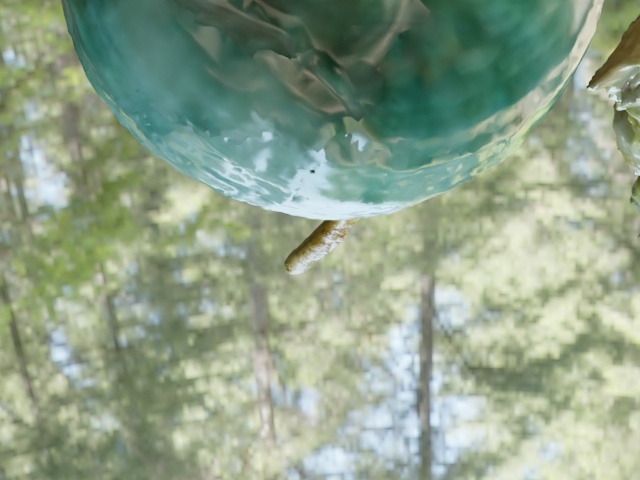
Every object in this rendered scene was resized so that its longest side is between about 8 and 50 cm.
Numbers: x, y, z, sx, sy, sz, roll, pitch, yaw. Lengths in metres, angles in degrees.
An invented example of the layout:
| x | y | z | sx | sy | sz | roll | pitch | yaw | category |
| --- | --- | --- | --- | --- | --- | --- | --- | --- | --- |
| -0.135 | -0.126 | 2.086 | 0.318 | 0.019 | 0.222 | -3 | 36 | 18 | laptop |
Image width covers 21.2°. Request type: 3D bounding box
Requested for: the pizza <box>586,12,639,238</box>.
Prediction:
| x | y | z | sx | sy | sz | roll | pitch | yaw | category |
| --- | --- | --- | --- | --- | --- | --- | --- | --- | --- |
| 0.209 | -0.075 | 0.929 | 0.075 | 0.287 | 0.280 | 33 | -132 | 22 | pizza |

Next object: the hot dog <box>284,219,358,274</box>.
| x | y | z | sx | sy | sz | roll | pitch | yaw | category |
| --- | --- | --- | --- | --- | --- | --- | --- | --- | --- |
| 0.001 | 0.000 | 1.658 | 0.044 | 0.137 | 0.028 | -35 | -94 | -39 | hot dog |

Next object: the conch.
| x | y | z | sx | sy | sz | roll | pitch | yaw | category |
| --- | --- | --- | --- | --- | --- | --- | --- | --- | --- |
| 0.002 | -0.101 | 0.554 | 0.202 | 0.134 | 0.196 | -14 | -112 | 21 | conch |
